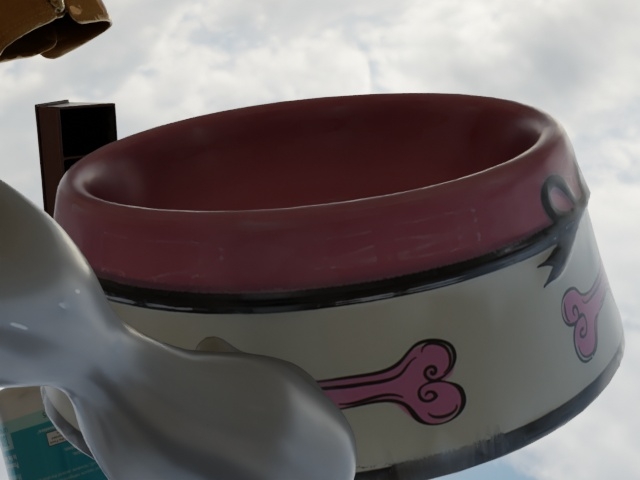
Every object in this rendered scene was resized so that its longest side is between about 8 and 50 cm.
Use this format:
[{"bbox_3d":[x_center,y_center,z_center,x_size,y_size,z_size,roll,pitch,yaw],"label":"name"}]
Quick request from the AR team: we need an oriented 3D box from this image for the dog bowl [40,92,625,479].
[{"bbox_3d":[0.000,0.000,0.643,0.407,0.151,0.408,-6,-161,2],"label":"dog bowl"}]

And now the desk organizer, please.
[{"bbox_3d":[-0.203,-0.052,0.780,0.050,0.130,0.047,4,-165,19],"label":"desk organizer"}]

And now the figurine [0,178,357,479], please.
[{"bbox_3d":[-0.064,0.094,0.313,0.092,0.209,0.215,-30,-139,17],"label":"figurine"}]

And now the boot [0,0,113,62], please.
[{"bbox_3d":[-0.263,-0.286,0.862,0.104,0.211,0.295,-33,-170,44],"label":"boot"}]

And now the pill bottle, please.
[{"bbox_3d":[-0.231,0.261,0.929,0.146,0.264,0.146,-17,174,-2],"label":"pill bottle"}]
